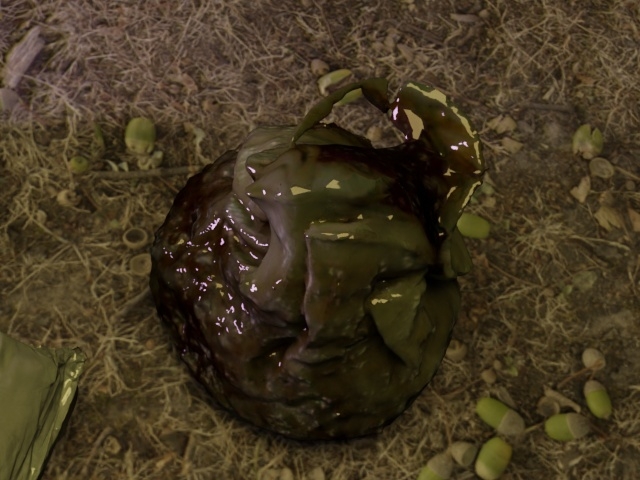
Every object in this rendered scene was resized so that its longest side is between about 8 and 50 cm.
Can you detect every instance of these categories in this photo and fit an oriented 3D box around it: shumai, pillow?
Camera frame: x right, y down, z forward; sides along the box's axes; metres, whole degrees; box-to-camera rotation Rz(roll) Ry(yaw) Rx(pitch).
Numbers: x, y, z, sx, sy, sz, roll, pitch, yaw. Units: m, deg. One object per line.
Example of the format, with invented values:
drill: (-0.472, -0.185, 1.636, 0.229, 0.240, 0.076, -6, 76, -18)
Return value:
shumai: (0.000, 0.000, 1.627, 0.395, 0.348, 0.395, 3, 64, -6)
pillow: (-0.418, 0.203, 1.556, 0.283, 0.138, 0.310, 17, 62, 2)
